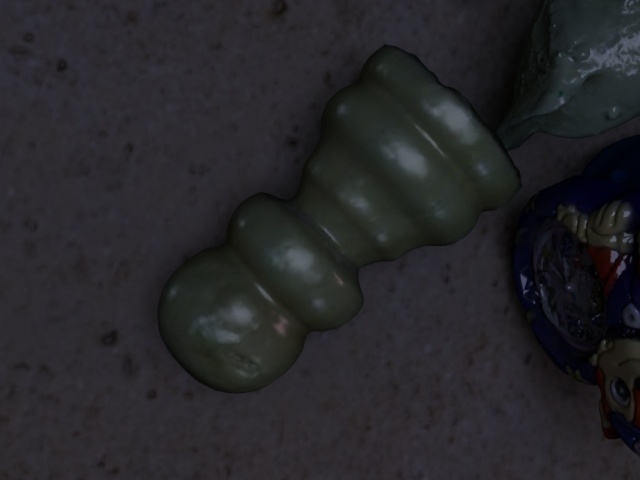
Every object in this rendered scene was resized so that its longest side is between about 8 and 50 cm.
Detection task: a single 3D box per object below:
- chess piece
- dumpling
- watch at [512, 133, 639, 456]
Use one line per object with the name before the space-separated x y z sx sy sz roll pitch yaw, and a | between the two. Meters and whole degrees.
chess piece | 0.000 0.000 0.675 0.243 0.133 0.133 -43 98 -1
dumpling | 0.182 -0.140 0.678 0.219 0.152 0.108 -36 109 -19
watch | 0.250 0.020 0.707 0.200 0.171 0.196 -18 107 -20
